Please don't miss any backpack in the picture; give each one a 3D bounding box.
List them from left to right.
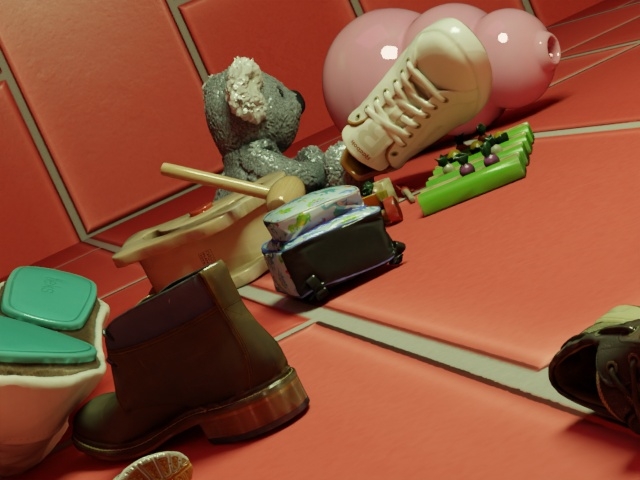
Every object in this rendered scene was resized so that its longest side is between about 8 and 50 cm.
[{"bbox_3d":[0.000,0.000,1.179,0.105,0.084,0.114,-24,5,-17],"label":"backpack"}]

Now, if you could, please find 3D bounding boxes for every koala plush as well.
[{"bbox_3d":[-0.076,-0.122,1.693,0.203,0.221,0.196,-26,9,-12],"label":"koala plush"}]

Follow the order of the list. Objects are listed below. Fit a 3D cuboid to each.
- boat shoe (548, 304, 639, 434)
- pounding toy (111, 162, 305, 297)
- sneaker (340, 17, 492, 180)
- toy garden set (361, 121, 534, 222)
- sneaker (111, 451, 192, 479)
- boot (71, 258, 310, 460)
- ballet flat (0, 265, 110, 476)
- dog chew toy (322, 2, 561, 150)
[{"bbox_3d":[0.137,0.056,0.548,0.049,0.056,0.152,-30,-1,-10],"label":"boat shoe"},{"bbox_3d":[-0.112,-0.034,1.462,0.269,0.155,0.154,-19,14,31],"label":"pounding toy"},{"bbox_3d":[0.099,-0.138,1.506,0.123,0.106,0.290,-41,-6,-24],"label":"sneaker"},{"bbox_3d":[0.121,-0.075,1.441,0.204,0.049,0.244,-22,8,15],"label":"toy garden set"},{"bbox_3d":[-0.112,0.142,0.757,0.083,0.032,0.037,-27,9,-27],"label":"sneaker"},{"bbox_3d":[-0.105,0.078,0.886,0.219,0.106,0.082,-16,11,42],"label":"boot"},{"bbox_3d":[-0.233,0.110,1.030,0.139,0.139,0.400,-24,6,0],"label":"ballet flat"},{"bbox_3d":[0.166,-0.227,1.812,0.332,0.206,0.206,-8,16,37],"label":"dog chew toy"}]
